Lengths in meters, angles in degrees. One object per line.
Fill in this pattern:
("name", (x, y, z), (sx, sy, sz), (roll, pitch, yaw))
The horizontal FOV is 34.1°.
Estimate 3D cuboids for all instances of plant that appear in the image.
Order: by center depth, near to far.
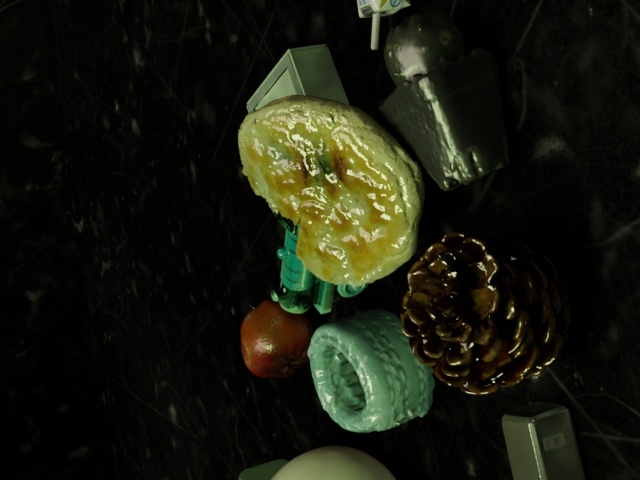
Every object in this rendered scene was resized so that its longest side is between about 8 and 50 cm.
("plant", (0.172, -0.201, 1.493), (0.164, 0.142, 0.256), (-34, 76, 61))

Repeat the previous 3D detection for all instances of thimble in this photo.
("thimble", (0.091, 0.235, 1.827), (0.235, 0.143, 0.198), (49, 143, 41))

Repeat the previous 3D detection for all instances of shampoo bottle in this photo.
("shampoo bottle", (0.335, 0.362, 1.511), (0.079, 0.080, 0.246), (-10, 93, 63))

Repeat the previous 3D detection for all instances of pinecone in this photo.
("pinecone", (0.216, 0.098, 1.425), (0.224, 0.272, 0.224), (-6, 81, 38))

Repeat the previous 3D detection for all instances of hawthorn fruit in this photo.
("hawthorn fruit", (-0.098, 0.190, 2.138), (0.194, 0.157, 0.157), (-125, 34, -45))

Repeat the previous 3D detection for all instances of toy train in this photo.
("toy train", (0.000, 0.000, 1.834), (0.120, 0.194, 0.298), (47, 141, 40))

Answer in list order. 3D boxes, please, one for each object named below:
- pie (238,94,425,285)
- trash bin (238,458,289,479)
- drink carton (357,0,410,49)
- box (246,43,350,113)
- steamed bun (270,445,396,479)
("pie", (0.012, -0.081, 1.583), (0.337, 0.075, 0.337), (22, 132, 26))
("trash bin", (-0.098, 0.699, 2.356), (0.223, 0.158, 0.343), (38, 133, 49))
("drink carton", (0.092, -0.398, 1.617), (0.084, 0.074, 0.200), (-1, 103, 62))
("box", (-0.048, -0.248, 1.923), (0.225, 0.086, 0.129), (-39, 67, 60))
("steamed bun", (0.031, 0.511, 1.949), (0.309, 0.309, 0.309), (34, 130, 51))
